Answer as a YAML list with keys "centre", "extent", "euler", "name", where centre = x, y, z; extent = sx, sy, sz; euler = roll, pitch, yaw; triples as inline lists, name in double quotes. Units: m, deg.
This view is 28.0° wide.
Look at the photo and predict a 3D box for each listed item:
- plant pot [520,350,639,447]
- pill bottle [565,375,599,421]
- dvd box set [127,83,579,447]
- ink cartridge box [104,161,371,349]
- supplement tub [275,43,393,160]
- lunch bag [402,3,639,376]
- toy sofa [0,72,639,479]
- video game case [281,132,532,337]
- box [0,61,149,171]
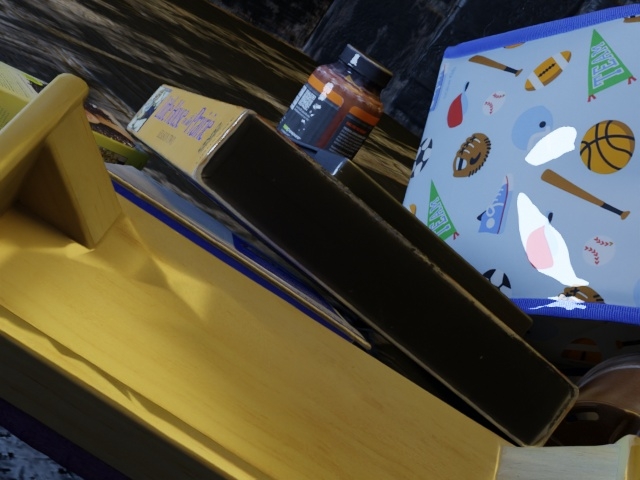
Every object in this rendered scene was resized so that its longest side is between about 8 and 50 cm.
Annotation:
- centre: [0.245, 0.180, 1.032]
  extent: [0.167, 0.167, 0.165]
  euler: [39, 19, 22]
  name: "plant pot"
- centre: [0.389, 0.129, 1.530]
  extent: [0.204, 0.204, 0.361]
  euler: [35, 11, 3]
  name: "pill bottle"
- centre: [0.000, 0.000, 1.021]
  extent: [0.307, 0.062, 0.420]
  euler: [40, -2, -16]
  name: "dvd box set"
- centre: [-0.075, 0.019, 0.826]
  extent: [0.175, 0.069, 0.371]
  euler: [34, -3, -6]
  name: "ink cartridge box"
- centre: [0.009, -0.146, 1.619]
  extent: [0.106, 0.198, 0.106]
  euler: [34, 11, -8]
  name: "supplement tub"
- centre: [0.278, -0.038, 1.240]
  extent: [0.239, 0.328, 0.385]
  euler: [25, -19, -32]
  name: "lunch bag"
- centre: [-0.037, 0.104, 0.610]
  extent: [0.362, 0.177, 0.150]
  euler: [33, 35, -5]
  name: "toy sofa"
- centre: [0.049, -0.013, 1.062]
  extent: [0.196, 0.026, 0.274]
  euler: [40, -3, -17]
  name: "video game case"
- centre: [-0.252, -0.102, 1.027]
  extent: [0.232, 0.058, 0.087]
  euler: [22, 16, -45]
  name: "box"
